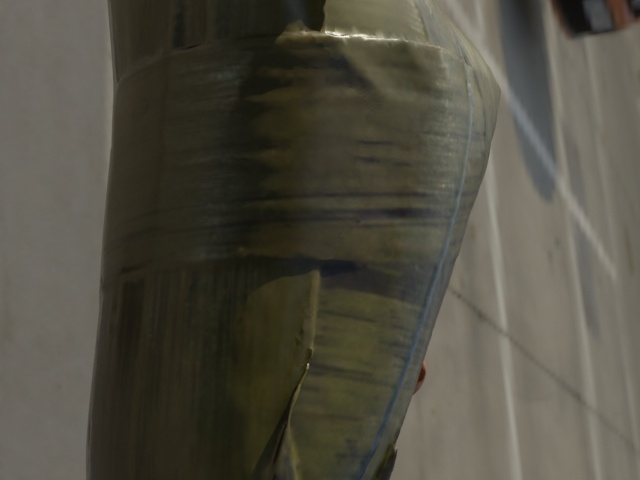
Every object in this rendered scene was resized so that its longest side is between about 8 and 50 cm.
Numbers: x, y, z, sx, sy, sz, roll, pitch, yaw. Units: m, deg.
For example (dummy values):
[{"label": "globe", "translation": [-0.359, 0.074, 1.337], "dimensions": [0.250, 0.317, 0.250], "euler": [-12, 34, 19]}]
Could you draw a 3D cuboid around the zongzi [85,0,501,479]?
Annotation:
[{"label": "zongzi", "translation": [0.018, 0.006, 0.661], "dimensions": [0.300, 0.138, 0.286], "euler": [15, 75, -61]}]

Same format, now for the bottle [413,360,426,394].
[{"label": "bottle", "translation": [0.000, 0.000, 0.747], "dimensions": [0.069, 0.069, 0.187], "euler": [59, 13, -52]}]
